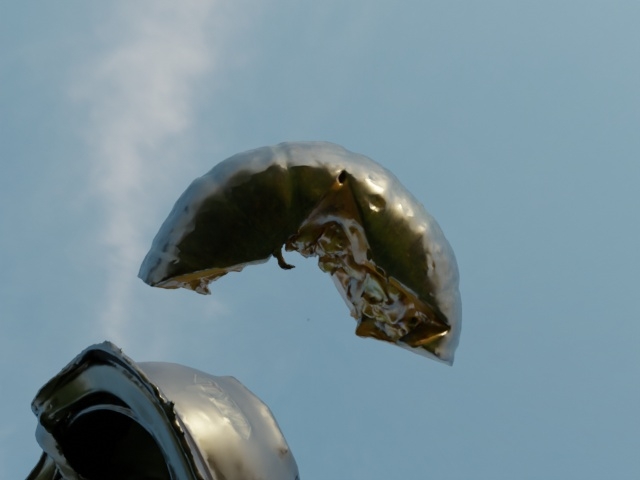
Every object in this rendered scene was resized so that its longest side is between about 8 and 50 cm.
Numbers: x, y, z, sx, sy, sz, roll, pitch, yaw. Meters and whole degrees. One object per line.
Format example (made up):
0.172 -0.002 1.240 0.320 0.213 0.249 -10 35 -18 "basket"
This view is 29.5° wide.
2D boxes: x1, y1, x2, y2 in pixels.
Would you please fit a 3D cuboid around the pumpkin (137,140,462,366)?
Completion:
0.000 0.000 0.686 0.184 0.119 0.107 18 -98 -11 "pumpkin"

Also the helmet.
-0.107 0.206 0.948 0.225 0.177 0.305 53 -51 30 "helmet"
